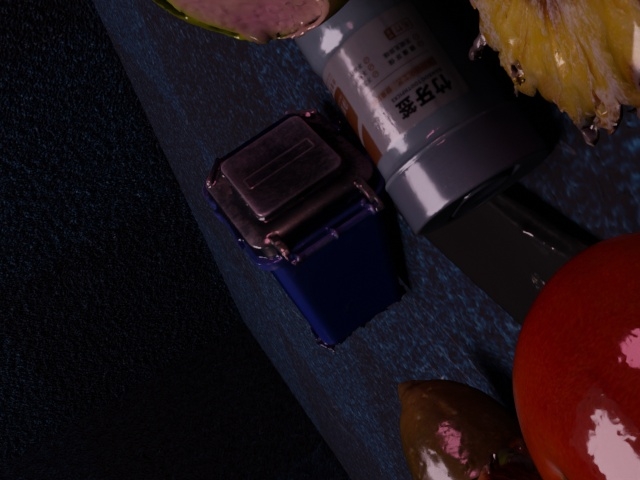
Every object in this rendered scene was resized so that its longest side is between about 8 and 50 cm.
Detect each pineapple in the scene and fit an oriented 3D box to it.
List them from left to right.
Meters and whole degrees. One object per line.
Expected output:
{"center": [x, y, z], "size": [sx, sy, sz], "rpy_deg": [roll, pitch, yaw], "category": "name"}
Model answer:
{"center": [0.110, -0.142, 0.413], "size": [0.221, 0.047, 0.221], "rpy_deg": [60, 168, 21], "category": "pineapple"}

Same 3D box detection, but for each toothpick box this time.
{"center": [0.063, -0.092, 0.579], "size": [0.153, 0.101, 0.101], "rpy_deg": [58, 169, 11], "category": "toothpick box"}

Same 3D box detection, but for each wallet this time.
{"center": [0.124, -0.008, 0.711], "size": [0.285, 0.030, 0.146], "rpy_deg": [46, 166, 47], "category": "wallet"}

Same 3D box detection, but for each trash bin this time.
{"center": [0.000, 0.000, 0.968], "size": [0.184, 0.162, 0.235], "rpy_deg": [50, 170, 41], "category": "trash bin"}

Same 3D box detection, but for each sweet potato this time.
{"center": [0.216, 0.289, 0.847], "size": [0.423, 0.130, 0.130], "rpy_deg": [48, 166, 17], "category": "sweet potato"}

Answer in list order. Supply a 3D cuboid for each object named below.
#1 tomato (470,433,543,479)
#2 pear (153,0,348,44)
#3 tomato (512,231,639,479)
{"center": [0.177, 0.267, 0.552], "size": [0.308, 0.170, 0.309], "rpy_deg": [30, -164, -10], "category": "tomato"}
{"center": [-0.034, -0.228, 0.490], "size": [0.187, 0.187, 0.220], "rpy_deg": [113, 167, -76], "category": "pear"}
{"center": [0.178, 0.092, 0.453], "size": [0.195, 0.136, 0.195], "rpy_deg": [57, 169, 17], "category": "tomato"}
